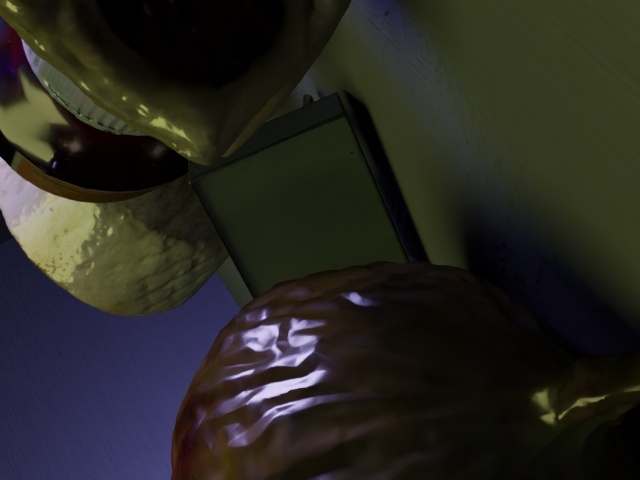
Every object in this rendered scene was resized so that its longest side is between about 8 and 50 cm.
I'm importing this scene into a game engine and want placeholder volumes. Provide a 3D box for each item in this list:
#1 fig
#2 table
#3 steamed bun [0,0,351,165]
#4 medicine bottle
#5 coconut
[{"bbox_3d":[0.090,0.119,0.514,0.369,0.286,0.286,-34,86,50],"label":"fig"},{"bbox_3d":[0.000,0.000,0.780,0.111,0.122,0.240,-103,-10,-58],"label":"table"},{"bbox_3d":[-0.105,-0.213,0.390,0.428,0.247,0.189,47,-169,-28],"label":"steamed bun"},{"bbox_3d":[-0.170,-0.151,0.814,0.242,0.242,0.395,61,166,-11],"label":"medicine bottle"},{"bbox_3d":[-0.236,-0.062,1.173,0.328,0.329,0.329,57,171,14],"label":"coconut"}]
